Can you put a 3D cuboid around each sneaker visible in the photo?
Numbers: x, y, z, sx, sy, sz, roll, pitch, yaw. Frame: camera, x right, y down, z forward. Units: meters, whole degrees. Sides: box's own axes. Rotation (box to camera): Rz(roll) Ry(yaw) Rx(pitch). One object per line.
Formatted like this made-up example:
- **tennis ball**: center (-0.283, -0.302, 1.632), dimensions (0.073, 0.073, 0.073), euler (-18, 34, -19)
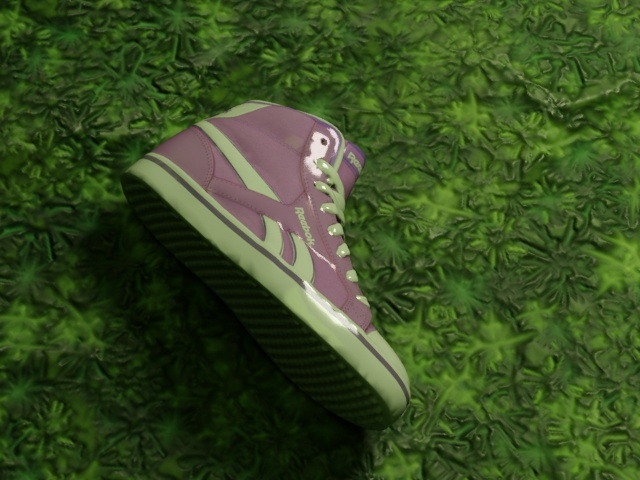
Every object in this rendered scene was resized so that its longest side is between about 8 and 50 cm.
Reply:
- **sneaker**: center (0.000, -0.001, 1.147), dimensions (0.161, 0.102, 0.282), euler (-34, 68, -24)
